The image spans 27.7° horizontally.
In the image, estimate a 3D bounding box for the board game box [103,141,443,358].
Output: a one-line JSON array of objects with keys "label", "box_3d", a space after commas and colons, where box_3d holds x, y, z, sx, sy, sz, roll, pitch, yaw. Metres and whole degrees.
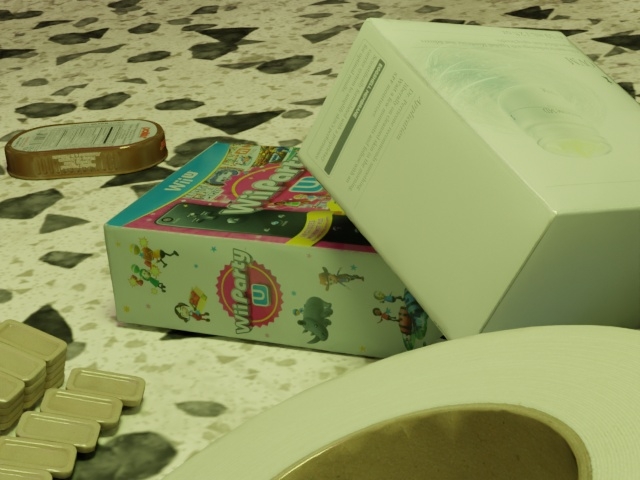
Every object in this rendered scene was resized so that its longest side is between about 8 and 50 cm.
[{"label": "board game box", "box_3d": [0.000, 0.000, 1.132, 0.303, 0.098, 0.224, 4, 25, 21]}]

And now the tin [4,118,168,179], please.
[{"label": "tin", "box_3d": [-0.273, -0.107, 1.504, 0.189, 0.040, 0.106, -4, 28, 3]}]

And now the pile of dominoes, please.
[{"label": "pile of dominoes", "box_3d": [-0.265, 0.144, 0.929, 0.196, 0.040, 0.251, 21, 34, 15]}]

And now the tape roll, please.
[{"label": "tape roll", "box_3d": [0.044, 0.167, 0.644, 0.392, 0.072, 0.392, -19, 17, 6]}]

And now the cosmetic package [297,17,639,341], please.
[{"label": "cosmetic package", "box_3d": [0.147, -0.046, 0.965, 0.224, 0.138, 0.225, -5, 45, -41]}]

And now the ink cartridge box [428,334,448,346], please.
[{"label": "ink cartridge box", "box_3d": [0.157, 0.117, 0.893, 0.207, 0.046, 0.097, 14, 31, 36]}]
